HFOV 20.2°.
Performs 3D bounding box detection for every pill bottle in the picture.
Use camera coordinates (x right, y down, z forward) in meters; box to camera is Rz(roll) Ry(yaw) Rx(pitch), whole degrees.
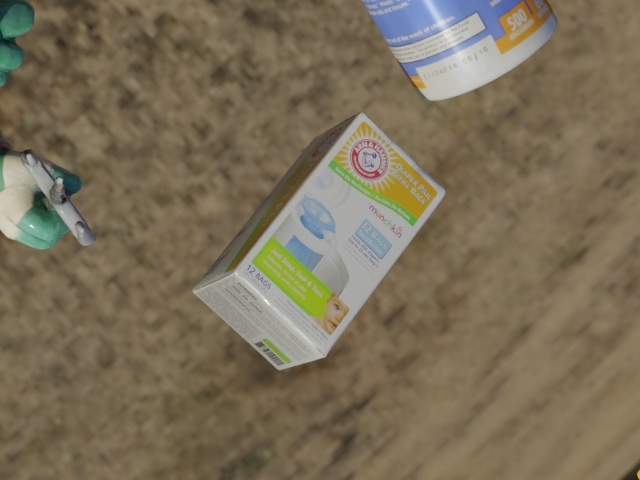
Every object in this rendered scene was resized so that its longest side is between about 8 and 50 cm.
[{"bbox_3d":[0.090,-0.277,1.638,0.152,0.272,0.152,-29,-163,10],"label":"pill bottle"}]

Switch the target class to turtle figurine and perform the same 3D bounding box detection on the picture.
[{"bbox_3d":[-0.117,-0.099,0.629,0.175,0.118,0.234,-70,-161,6],"label":"turtle figurine"}]

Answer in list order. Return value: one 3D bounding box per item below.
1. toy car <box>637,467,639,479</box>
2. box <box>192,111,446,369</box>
[{"bbox_3d":[0.242,0.165,1.228,0.060,0.040,0.122,-48,-176,-31],"label":"toy car"},{"bbox_3d":[0.000,0.000,1.609,0.203,0.114,0.103,-52,-167,-25],"label":"box"}]
